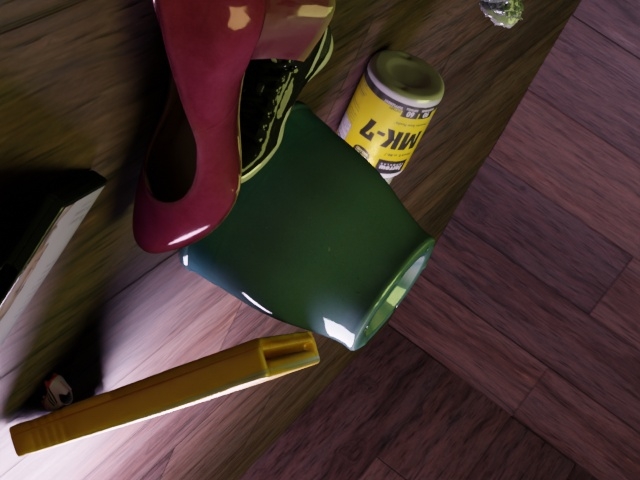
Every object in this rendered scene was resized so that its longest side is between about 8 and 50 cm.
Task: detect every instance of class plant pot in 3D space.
[{"bbox_3d":[0.000,0.000,1.498,0.271,0.255,0.271,-51,168,-15],"label":"plant pot"}]

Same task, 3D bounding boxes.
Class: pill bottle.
[{"bbox_3d":[0.092,-0.169,1.701,0.119,0.119,0.208,-41,162,-47],"label":"pill bottle"}]

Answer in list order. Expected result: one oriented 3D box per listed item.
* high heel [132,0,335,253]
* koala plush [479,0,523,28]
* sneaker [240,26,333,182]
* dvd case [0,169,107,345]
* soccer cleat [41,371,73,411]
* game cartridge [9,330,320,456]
[{"bbox_3d":[-0.147,-0.119,1.063,0.181,0.127,0.377,-2,138,-38],"label":"high heel"},{"bbox_3d":[0.138,-0.325,1.150,0.203,0.221,0.196,-43,164,-25],"label":"koala plush"},{"bbox_3d":[-0.065,-0.171,1.220,0.217,0.079,0.121,-60,166,-12],"label":"sneaker"},{"bbox_3d":[-0.281,0.054,1.015,0.253,0.022,0.180,-55,-175,8],"label":"dvd case"},{"bbox_3d":[-0.312,0.188,1.359,0.029,0.036,0.083,-46,166,-34],"label":"soccer cleat"},{"bbox_3d":[-0.182,0.187,1.427,0.324,0.052,0.285,-18,174,10],"label":"game cartridge"}]
